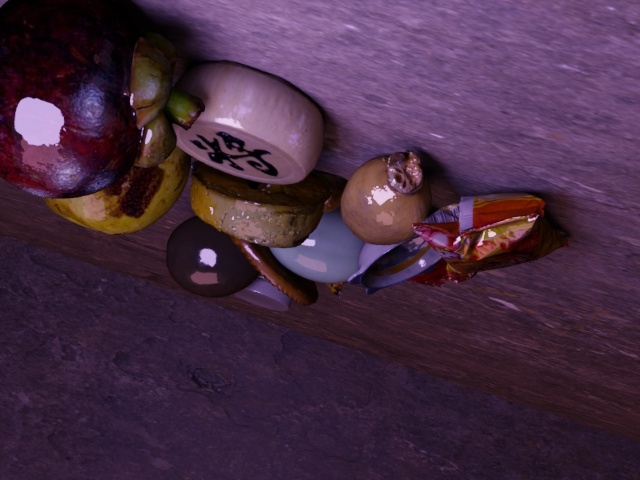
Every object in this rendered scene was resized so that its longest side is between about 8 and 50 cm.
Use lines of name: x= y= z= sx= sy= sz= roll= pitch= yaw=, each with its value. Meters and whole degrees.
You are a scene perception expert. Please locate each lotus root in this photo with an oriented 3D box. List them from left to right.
lotus root: x=0.108 y=-0.062 z=1.485 sx=0.146 sy=0.130 sz=0.303 roll=18 pitch=166 yaw=-4

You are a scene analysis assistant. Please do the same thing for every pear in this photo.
pear: x=-0.362 y=-0.144 z=1.496 sx=0.284 sy=0.283 sz=0.283 roll=17 pitch=166 yaw=5

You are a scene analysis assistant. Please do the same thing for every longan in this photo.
longan: x=-0.260 y=0.037 z=2.163 sx=0.248 sy=0.248 sz=0.248 roll=17 pitch=166 yaw=5

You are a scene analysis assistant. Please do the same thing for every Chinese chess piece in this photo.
Chinese chess piece: x=-0.120 y=-0.182 z=1.378 sx=0.257 sy=0.104 sz=0.257 roll=17 pitch=166 yaw=4

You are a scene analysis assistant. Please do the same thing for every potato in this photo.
potato: x=0.005 y=-0.087 z=1.657 sx=0.096 sy=0.066 sz=0.103 roll=21 pitch=163 yaw=-23

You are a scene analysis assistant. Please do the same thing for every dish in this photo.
dish: x=0.148 y=0.013 z=1.701 sx=0.237 sy=0.086 sz=0.228 roll=-8 pitch=150 yaw=-35

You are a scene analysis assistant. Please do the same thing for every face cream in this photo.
face cream: x=-0.144 y=0.089 z=2.322 sx=0.177 sy=0.152 sz=0.177 roll=16 pitch=164 yaw=5

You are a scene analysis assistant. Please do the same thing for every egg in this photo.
egg: x=0.000 y=0.000 z=1.772 sx=0.231 sy=0.167 sz=0.168 roll=18 pitch=166 yaw=-4

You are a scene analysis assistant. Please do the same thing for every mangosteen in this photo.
mangosteen: x=-0.340 y=-0.194 z=1.208 sx=0.301 sy=0.300 sz=0.300 roll=17 pitch=166 yaw=5

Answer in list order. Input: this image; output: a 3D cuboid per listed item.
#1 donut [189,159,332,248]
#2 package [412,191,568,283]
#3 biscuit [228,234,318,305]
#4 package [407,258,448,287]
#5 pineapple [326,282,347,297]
donut: x=-0.110 y=-0.067 z=1.529 sx=0.272 sy=0.107 sz=0.272 roll=11 pitch=-160 yaw=-4
package: x=0.293 y=-0.012 z=1.456 sx=0.224 sy=0.108 sz=0.288 roll=-11 pitch=164 yaw=18
biscuit: x=-0.116 y=0.015 z=1.865 sx=0.318 sy=0.040 sz=0.318 roll=48 pitch=-171 yaw=-10
package: x=0.223 y=0.042 z=1.867 sx=0.194 sy=0.071 sz=0.269 roll=3 pitch=161 yaw=2
pineapple: x=-0.002 y=0.028 z=1.957 sx=0.225 sy=0.076 sz=0.225 roll=49 pitch=177 yaw=3
